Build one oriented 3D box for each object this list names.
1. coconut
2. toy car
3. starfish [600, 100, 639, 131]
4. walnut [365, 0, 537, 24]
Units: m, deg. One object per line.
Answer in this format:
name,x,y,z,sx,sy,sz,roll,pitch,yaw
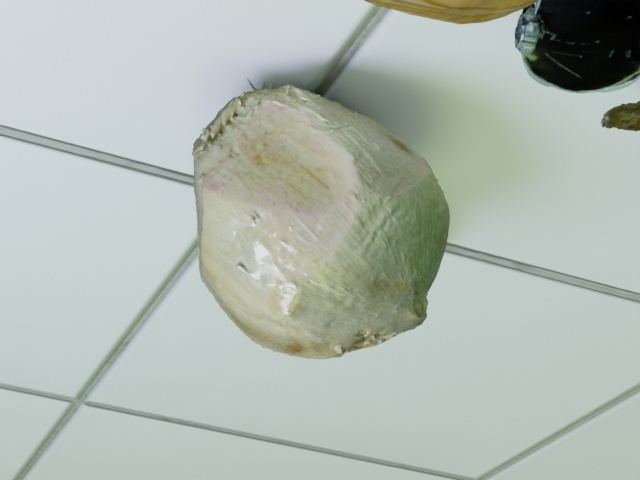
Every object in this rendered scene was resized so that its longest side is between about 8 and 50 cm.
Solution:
coconut,0.001,-0.006,0.952,0.194,0.194,0.194,2,151,1
toy car,0.172,-0.160,0.792,0.095,0.056,0.205,5,149,-4
starfish,0.308,-0.072,0.934,0.277,0.062,0.236,20,145,-32
walnut,0.043,-0.189,0.654,0.197,0.165,0.165,8,151,-9
